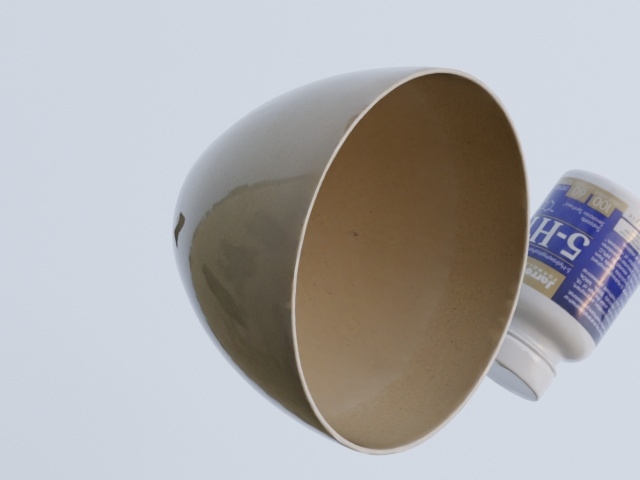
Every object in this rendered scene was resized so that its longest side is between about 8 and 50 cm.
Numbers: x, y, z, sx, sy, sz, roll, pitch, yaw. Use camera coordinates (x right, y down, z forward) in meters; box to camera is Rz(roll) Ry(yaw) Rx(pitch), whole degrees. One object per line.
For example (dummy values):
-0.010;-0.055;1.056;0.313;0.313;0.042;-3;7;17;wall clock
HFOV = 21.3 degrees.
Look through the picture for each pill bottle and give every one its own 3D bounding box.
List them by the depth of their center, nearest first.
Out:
0.207;0.041;1.480;0.112;0.186;0.112;35;-12;8;pill bottle

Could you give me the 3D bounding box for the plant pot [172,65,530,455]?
0.000;0.000;1.280;0.191;0.284;0.284;13;-37;37;plant pot
